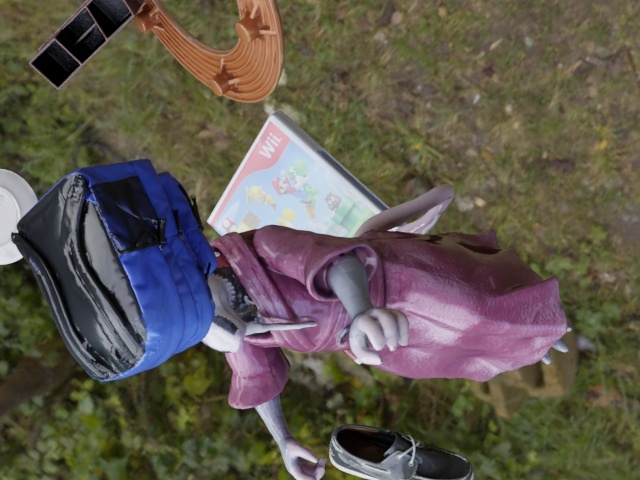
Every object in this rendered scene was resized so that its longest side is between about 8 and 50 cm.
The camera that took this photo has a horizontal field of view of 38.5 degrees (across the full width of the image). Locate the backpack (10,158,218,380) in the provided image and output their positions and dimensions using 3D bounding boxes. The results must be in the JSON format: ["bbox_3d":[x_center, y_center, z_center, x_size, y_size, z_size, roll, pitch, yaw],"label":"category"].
[{"bbox_3d":[-0.116,0.019,0.572,0.098,0.101,0.120,-33,77,46],"label":"backpack"}]

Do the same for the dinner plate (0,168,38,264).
[{"bbox_3d":[-0.475,-0.034,1.343,0.141,0.017,0.141,1,93,15],"label":"dinner plate"}]

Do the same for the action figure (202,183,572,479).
[{"bbox_3d":[0.021,0.032,0.750,0.370,0.275,0.248,8,142,-32],"label":"action figure"}]

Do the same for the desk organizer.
[{"bbox_3d":[-0.255,-0.227,1.000,0.130,0.050,0.047,-38,113,20],"label":"desk organizer"}]

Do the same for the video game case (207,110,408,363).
[{"bbox_3d":[0.000,0.000,1.173,0.285,0.025,0.204,43,127,10],"label":"video game case"}]

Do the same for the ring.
[{"bbox_3d":[-0.154,-0.277,0.900,0.336,0.032,0.336,43,157,23],"label":"ring"}]

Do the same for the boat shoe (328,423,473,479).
[{"bbox_3d":[0.128,0.344,1.451,0.233,0.084,0.079,11,137,9],"label":"boat shoe"}]
